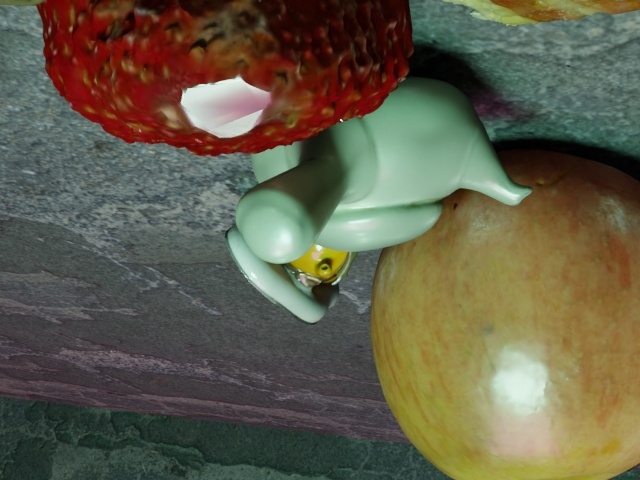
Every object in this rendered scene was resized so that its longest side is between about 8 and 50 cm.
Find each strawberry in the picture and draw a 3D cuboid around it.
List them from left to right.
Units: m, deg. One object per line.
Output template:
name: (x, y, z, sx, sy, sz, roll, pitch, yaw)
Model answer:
strawberry: (-0.069, -0.147, 0.611, 0.261, 0.258, 0.261, -1, 160, 0)

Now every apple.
apple: (0.226, 0.098, 0.962, 0.363, 0.364, 0.364, 9, 158, 4)

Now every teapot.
teapot: (0.009, -0.060, 0.772, 0.318, 0.149, 0.220, -10, -178, -42)

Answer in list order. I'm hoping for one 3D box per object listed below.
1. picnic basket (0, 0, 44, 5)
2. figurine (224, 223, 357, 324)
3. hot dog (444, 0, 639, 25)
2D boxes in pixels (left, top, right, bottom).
picnic basket: (-0.328, -0.213, 0.489, 0.321, 0.291, 0.254, 9, 160, 27)
figurine: (0.000, 0.000, 1.155, 0.141, 0.167, 0.250, -38, 168, 15)
hot dog: (0.161, -0.199, 0.579, 0.213, 0.103, 0.146, 4, 180, 39)
